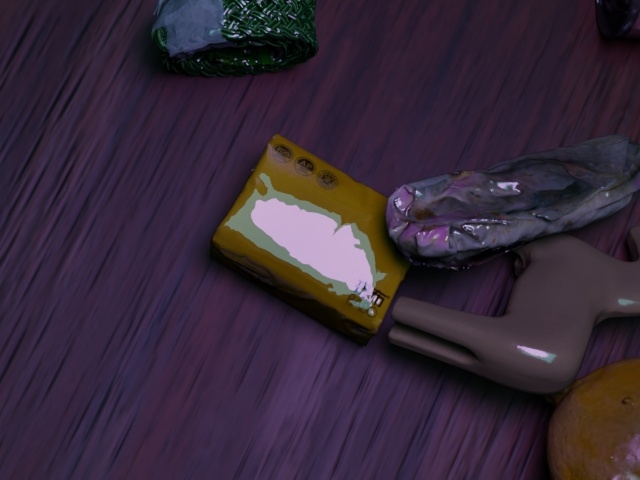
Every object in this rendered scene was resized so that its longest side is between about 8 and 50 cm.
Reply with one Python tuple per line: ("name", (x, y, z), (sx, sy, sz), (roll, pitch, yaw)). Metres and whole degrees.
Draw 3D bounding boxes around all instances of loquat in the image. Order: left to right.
("loquat", (0.273, 0.180, 1.264), (0.204, 0.149, 0.172), (34, 78, 23))

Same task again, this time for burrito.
("burrito", (0.189, -0.037, 1.296), (0.309, 0.066, 0.096), (-17, 46, -34))

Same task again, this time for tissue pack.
("tissue pack", (0.000, 0.000, 1.291), (0.169, 0.082, 0.120), (31, 74, -2))

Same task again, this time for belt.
("belt", (-0.077, -0.198, 1.304), (0.151, 0.121, 0.079), (-6, 80, -6))

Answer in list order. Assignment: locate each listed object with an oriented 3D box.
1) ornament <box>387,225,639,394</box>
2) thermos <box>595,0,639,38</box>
("ornament", (0.213, 0.045, 1.303), (0.244, 0.061, 0.230), (20, 46, 13))
("thermos", (0.442, -0.230, 1.393), (0.330, 0.109, 0.136), (3, 35, -9))
